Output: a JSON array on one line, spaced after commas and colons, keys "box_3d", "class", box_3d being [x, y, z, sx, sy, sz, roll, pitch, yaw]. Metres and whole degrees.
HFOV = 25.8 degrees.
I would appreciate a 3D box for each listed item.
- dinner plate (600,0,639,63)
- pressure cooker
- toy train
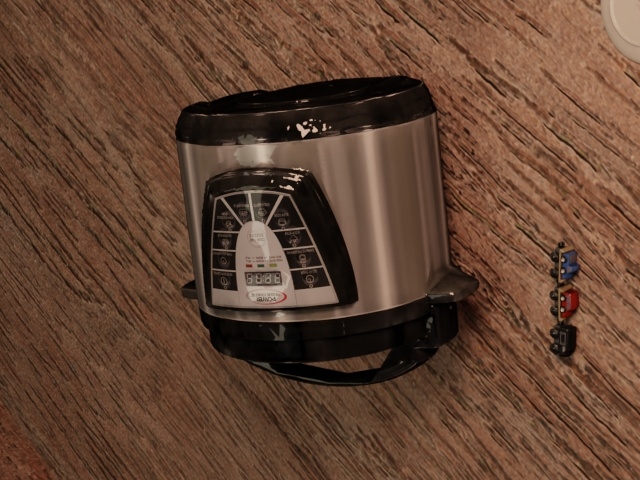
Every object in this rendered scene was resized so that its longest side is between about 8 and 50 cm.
[{"box_3d": [0.379, -0.274, 1.632, 0.141, 0.017, 0.141, 19, 116, 46], "class": "dinner plate"}, {"box_3d": [0.004, -0.001, 1.927, 0.370, 0.375, 0.421, -153, 55, -68], "class": "pressure cooker"}, {"box_3d": [0.319, 0.079, 1.823, 0.036, 0.027, 0.158, 15, 114, 45], "class": "toy train"}]
